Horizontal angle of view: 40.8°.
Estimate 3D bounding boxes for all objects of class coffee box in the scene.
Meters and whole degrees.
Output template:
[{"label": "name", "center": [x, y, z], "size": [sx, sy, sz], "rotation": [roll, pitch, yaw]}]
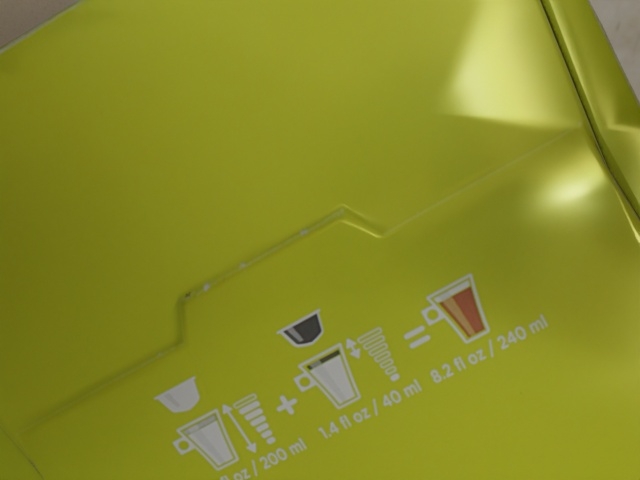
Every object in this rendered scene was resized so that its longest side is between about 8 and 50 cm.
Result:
[{"label": "coffee box", "center": [0.000, 0.000, 0.523], "size": [0.338, 0.338, 0.334], "rotation": [59, -171, -11]}]

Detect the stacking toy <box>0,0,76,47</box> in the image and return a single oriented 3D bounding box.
[{"label": "stacking toy", "center": [-0.421, -0.274, 0.930], "size": [0.351, 0.350, 0.480], "rotation": [14, 170, -35]}]
